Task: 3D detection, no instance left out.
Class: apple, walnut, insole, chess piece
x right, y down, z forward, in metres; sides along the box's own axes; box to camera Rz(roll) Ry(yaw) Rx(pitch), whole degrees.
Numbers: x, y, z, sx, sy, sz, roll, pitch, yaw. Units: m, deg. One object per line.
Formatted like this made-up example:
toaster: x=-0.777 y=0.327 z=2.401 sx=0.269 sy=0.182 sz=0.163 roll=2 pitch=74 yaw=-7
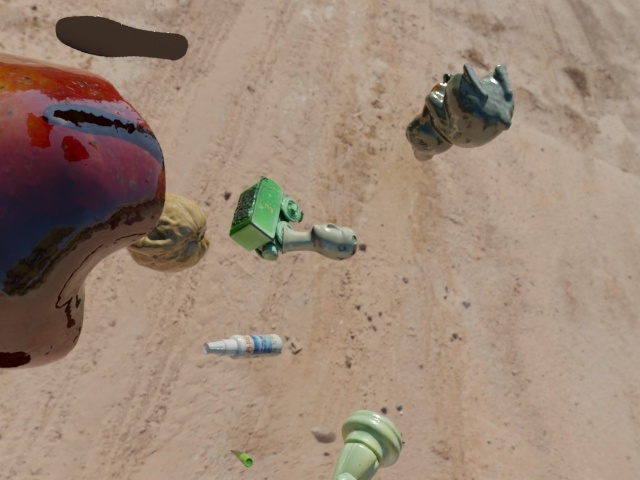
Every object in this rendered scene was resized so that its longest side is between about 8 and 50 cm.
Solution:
apple: x=-0.367 y=-0.052 z=0.637 sx=0.328 sy=0.295 sz=0.365 roll=-30 pitch=62 yaw=-20
walnut: x=-0.440 y=-0.022 z=1.462 sx=0.257 sy=0.225 sz=0.257 roll=-3 pitch=23 yaw=1
insole: x=-0.205 y=-0.211 z=0.555 sx=0.135 sy=0.045 sz=0.002 roll=-5 pitch=52 yaw=-33
chess piece: x=0.079 y=0.589 z=1.333 sx=0.175 sy=0.176 sz=0.298 roll=39 pitch=45 yaw=7

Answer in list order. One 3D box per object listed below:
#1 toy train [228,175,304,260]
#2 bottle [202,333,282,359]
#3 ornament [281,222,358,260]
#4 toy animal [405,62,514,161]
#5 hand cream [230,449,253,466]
toy train: x=-0.162 y=-0.063 z=1.562 sx=0.188 sy=0.132 sz=0.243 roll=41 pitch=39 yaw=-31
bottle: x=-0.184 y=0.254 z=1.250 sx=0.217 sy=0.060 sz=0.060 roll=8 pitch=50 yaw=-49
ornament: x=0.000 y=0.000 z=1.084 sx=0.156 sy=0.081 sz=0.075 roll=4 pitch=26 yaw=-2
toy animal: x=0.216 y=-0.200 z=0.925 sx=0.125 sy=0.251 sz=0.127 roll=24 pitch=62 yaw=-18
hand cream: x=-0.190 y=0.528 z=1.283 sx=0.036 sy=0.122 sz=0.023 roll=21 pitch=72 yaw=-18
